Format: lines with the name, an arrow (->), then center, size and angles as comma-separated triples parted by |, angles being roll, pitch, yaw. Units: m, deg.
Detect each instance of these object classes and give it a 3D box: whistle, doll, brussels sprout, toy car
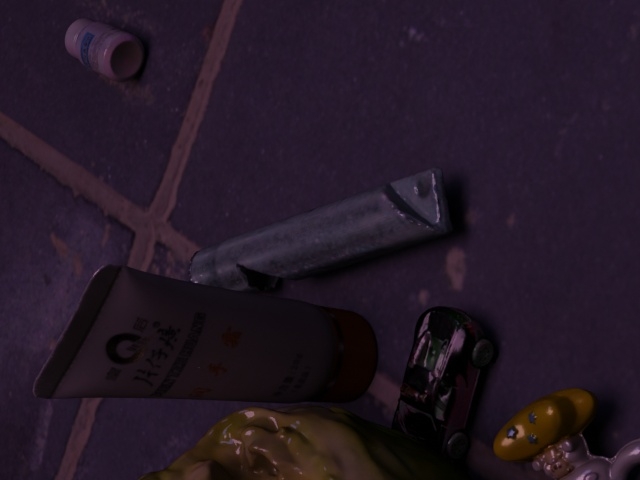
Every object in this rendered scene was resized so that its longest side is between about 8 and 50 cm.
whistle -> 0.000, 0.000, 1.767 | 0.312, 0.062, 0.062 | -19, 71, 44
doll -> 0.193, 0.180, 1.539 | 0.113, 0.071, 0.135 | 38, 119, 24
brussels sprout -> -0.001, 0.254, 1.560 | 0.268, 0.344, 0.344 | -45, 51, 6
toy car -> 0.096, 0.125, 1.648 | 0.069, 0.055, 0.142 | 24, 104, 45

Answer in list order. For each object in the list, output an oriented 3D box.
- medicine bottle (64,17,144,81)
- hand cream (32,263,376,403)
medicine bottle -> -0.227, -0.201, 2.048 | 0.089, 0.052, 0.052 | 28, 105, 46
hand cream -> -0.090, 0.082, 1.666 | 0.089, 0.314, 0.139 | 53, 124, 41
